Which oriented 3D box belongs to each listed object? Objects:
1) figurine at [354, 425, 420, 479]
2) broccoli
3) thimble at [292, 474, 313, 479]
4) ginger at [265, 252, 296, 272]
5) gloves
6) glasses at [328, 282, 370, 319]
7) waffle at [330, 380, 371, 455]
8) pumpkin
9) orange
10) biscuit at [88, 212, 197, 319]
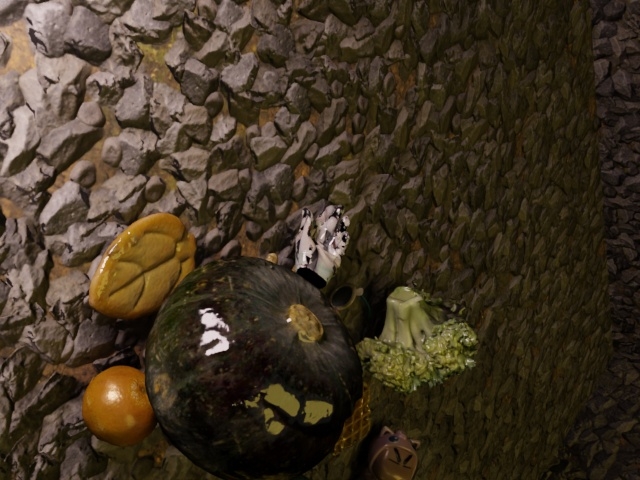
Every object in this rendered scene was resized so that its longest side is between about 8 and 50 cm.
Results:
[{"bbox_3d":[0.193,0.710,2.224,0.176,0.186,0.287,35,94,-25],"label":"figurine"},{"bbox_3d":[0.248,0.242,2.035,0.347,0.293,0.281,-15,129,-3],"label":"broccoli"},{"bbox_3d":[-0.084,0.700,1.911,0.235,0.143,0.198,35,79,-49],"label":"thimble"},{"bbox_3d":[-0.083,0.098,1.744,0.176,0.052,0.193,-56,131,-18],"label":"ginger"},{"bbox_3d":[0.001,0.006,1.749,0.111,0.127,0.212,103,4,-46],"label":"gloves"},{"bbox_3d":[0.053,0.220,1.962,0.190,0.088,0.220,-61,160,-13],"label":"glasses"},{"bbox_3d":[0.078,0.477,2.078,0.160,0.055,0.211,-18,117,-44],"label":"waffle"},{"bbox_3d":[-0.133,0.249,1.440,0.344,0.454,0.454,-41,152,30],"label":"pumpkin"},{"bbox_3d":[-0.381,0.318,1.409,0.134,0.155,0.154,-40,145,20],"label":"orange"},{"bbox_3d":[-0.338,0.060,1.433,0.260,0.041,0.203,-35,131,-41],"label":"biscuit"}]
